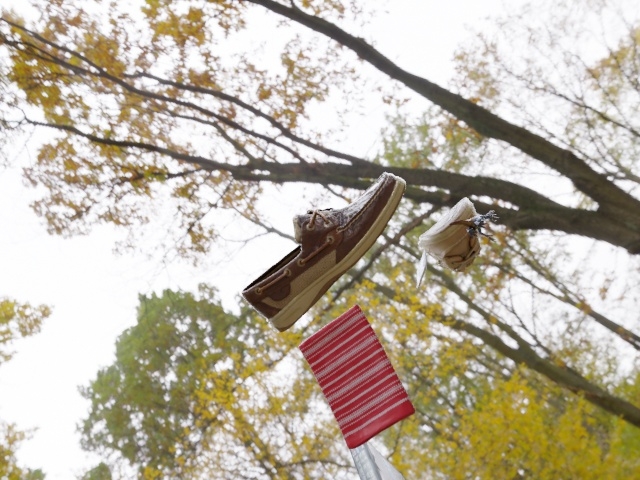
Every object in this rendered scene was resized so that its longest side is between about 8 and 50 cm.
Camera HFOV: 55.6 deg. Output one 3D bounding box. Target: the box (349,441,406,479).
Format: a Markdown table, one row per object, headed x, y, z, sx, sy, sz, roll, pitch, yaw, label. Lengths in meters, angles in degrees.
| x | y | z | sx | sy | sz | roll | pitch | yaw | label |
| --- | --- | --- | --- | --- | --- | --- | --- | --- | --- |
| 0.159 | 0.585 | 1.429 | 0.051 | 0.220 | 0.175 | -42 | -74 | 2 | box |

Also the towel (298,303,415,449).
| x | y | z | sx | sy | sz | roll | pitch | yaw | label |
| --- | --- | --- | --- | --- | --- | --- | --- | --- | --- |
| 0.075 | 0.311 | 1.377 | 0.199 | 0.275 | 0.031 | -37 | -21 | 25 | towel |

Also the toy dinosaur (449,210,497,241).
| x | y | z | sx | sy | sz | roll | pitch | yaw | label |
| --- | --- | --- | --- | --- | --- | --- | --- | --- | --- |
| 0.268 | -0.036 | 1.027 | 0.047 | 0.090 | 0.082 | -63 | -1 | 25 | toy dinosaur |

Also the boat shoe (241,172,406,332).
| x | y | z | sx | sy | sz | roll | pitch | yaw | label |
| --- | --- | --- | --- | --- | --- | --- | --- | --- | --- |
| 0.000 | 0.000 | 1.039 | 0.123 | 0.123 | 0.342 | 42 | -80 | -9 | boat shoe |

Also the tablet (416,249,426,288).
| x | y | z | sx | sy | sz | roll | pitch | yaw | label |
| --- | --- | --- | --- | --- | --- | --- | --- | --- | --- |
| 0.201 | 0.057 | 1.203 | 0.006 | 0.083 | 0.054 | 16 | -68 | 3 | tablet |

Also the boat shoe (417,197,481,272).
| x | y | z | sx | sy | sz | roll | pitch | yaw | label |
| --- | --- | --- | --- | --- | --- | --- | --- | --- | --- |
| 0.277 | 0.000 | 1.225 | 0.121 | 0.110 | 0.341 | -42 | -7 | 3 | boat shoe |
